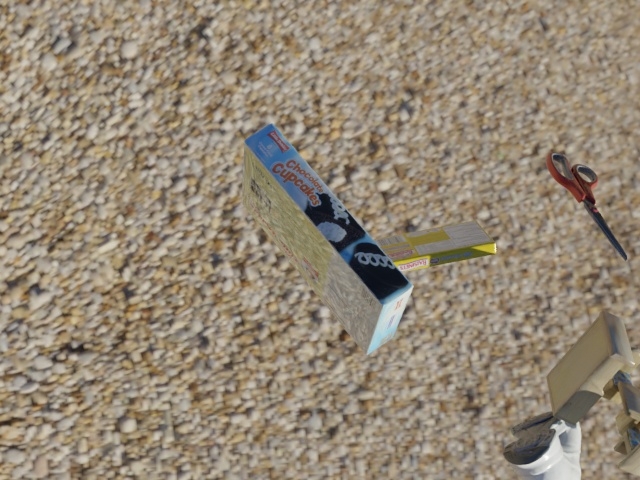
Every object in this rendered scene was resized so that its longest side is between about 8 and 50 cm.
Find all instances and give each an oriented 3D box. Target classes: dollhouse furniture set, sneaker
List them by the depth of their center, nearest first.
[{"bbox_3d":[0.372,0.356,1.836,0.129,0.111,0.297,66,23,1],"label":"sneaker"},{"bbox_3d":[0.519,0.246,1.840,0.242,0.161,0.212,24,33,-14],"label":"dollhouse furniture set"}]

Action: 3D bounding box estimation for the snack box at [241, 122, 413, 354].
[{"bbox_3d":[0.000,0.000,1.653,0.060,0.187,0.322,-34,71,-20],"label":"snack box"}]

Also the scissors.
[{"bbox_3d":[0.470,-0.065,2.020,0.109,0.021,0.297,20,34,-15],"label":"scissors"}]

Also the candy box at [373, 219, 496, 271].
[{"bbox_3d":[0.176,0.012,1.864,0.205,0.105,0.027,-10,116,-6],"label":"candy box"}]
